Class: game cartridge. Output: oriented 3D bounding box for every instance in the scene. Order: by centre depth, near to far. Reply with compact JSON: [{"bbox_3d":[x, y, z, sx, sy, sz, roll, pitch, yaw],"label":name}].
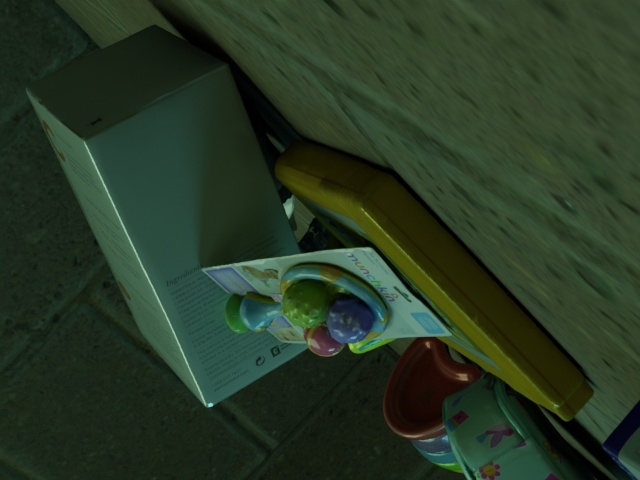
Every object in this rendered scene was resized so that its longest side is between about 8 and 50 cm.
[{"bbox_3d":[0.095,0.030,1.166,0.285,0.053,0.323,45,178,-17],"label":"game cartridge"}]

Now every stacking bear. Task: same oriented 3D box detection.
[{"bbox_3d":[0.243,0.302,1.994,0.289,0.164,0.175,41,180,-40],"label":"stacking bear"}]

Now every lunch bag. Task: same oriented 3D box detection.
[{"bbox_3d":[0.261,0.285,1.516,0.279,0.108,0.224,55,-168,-3],"label":"lunch bag"}]

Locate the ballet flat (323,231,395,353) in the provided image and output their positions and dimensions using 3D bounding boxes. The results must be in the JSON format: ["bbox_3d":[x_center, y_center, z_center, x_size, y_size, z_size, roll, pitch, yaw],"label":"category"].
[{"bbox_3d":[0.034,0.048,1.397,0.077,0.077,0.231,40,-165,-30],"label":"ballet flat"}]

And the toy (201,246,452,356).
[{"bbox_3d":[-0.007,0.074,1.203,0.237,0.056,0.137,-4,140,46],"label":"toy"}]

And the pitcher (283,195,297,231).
[{"bbox_3d":[-0.127,-0.067,1.589,0.207,0.126,0.178,1,163,-6],"label":"pitcher"}]

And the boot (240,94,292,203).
[{"bbox_3d":[-0.122,-0.154,1.473,0.246,0.083,0.161,42,164,39],"label":"boot"}]

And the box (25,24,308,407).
[{"bbox_3d":[-0.153,-0.030,1.351,0.215,0.168,0.345,36,151,55],"label":"box"}]

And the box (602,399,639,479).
[{"bbox_3d":[0.237,0.141,0.648,0.126,0.072,0.137,44,176,-15],"label":"box"}]

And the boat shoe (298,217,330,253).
[{"bbox_3d":[0.000,0.000,1.655,0.065,0.083,0.183,44,177,0],"label":"boat shoe"}]
